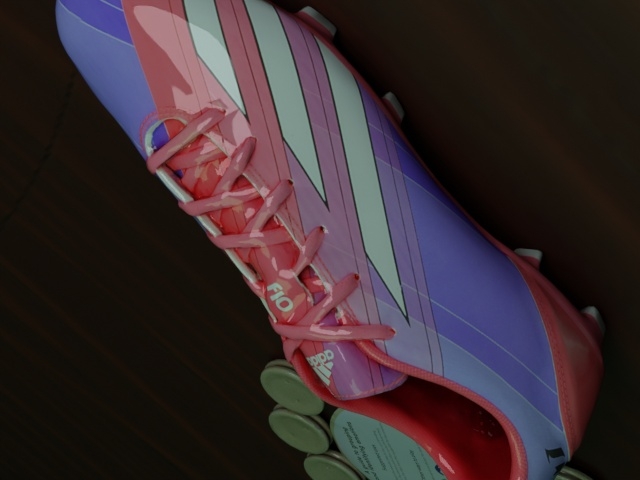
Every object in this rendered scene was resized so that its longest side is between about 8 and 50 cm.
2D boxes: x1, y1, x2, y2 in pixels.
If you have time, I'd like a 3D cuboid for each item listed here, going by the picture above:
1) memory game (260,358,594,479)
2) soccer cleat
[{"bbox_3d":[0.052,0.109,0.541,0.186,0.012,0.186,21,144,16],"label":"memory game"},{"bbox_3d":[0.000,0.000,0.378,0.248,0.095,0.083,41,144,-12],"label":"soccer cleat"}]
